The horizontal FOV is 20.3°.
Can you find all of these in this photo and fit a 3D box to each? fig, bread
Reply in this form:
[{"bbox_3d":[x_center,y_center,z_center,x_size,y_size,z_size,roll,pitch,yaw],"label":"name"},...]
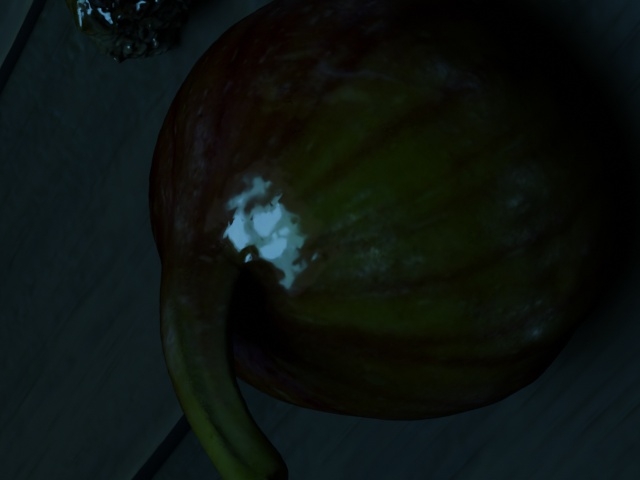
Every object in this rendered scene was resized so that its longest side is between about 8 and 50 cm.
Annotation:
[{"bbox_3d":[-0.002,-0.005,0.656,0.175,0.207,0.175,27,128,39],"label":"fig"},{"bbox_3d":[-0.077,-0.132,0.790,0.113,0.060,0.082,-38,79,46],"label":"bread"}]
